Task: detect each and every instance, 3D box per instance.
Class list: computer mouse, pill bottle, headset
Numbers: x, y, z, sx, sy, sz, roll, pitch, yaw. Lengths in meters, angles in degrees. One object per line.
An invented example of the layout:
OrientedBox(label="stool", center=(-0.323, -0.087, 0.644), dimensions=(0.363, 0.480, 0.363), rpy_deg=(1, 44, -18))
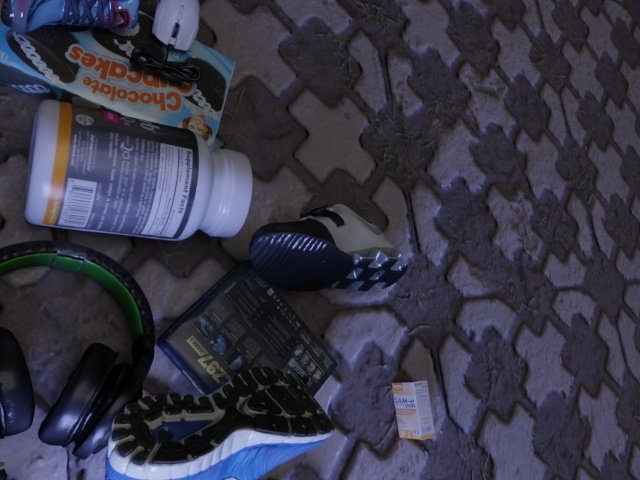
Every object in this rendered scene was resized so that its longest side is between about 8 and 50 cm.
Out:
OrientedBox(label="computer mouse", center=(-0.226, -0.333, 0.828), dimensions=(0.106, 0.042, 0.193), rpy_deg=(15, 65, -29))
OrientedBox(label="pill bottle", center=(-0.247, -0.085, 0.741), dimensions=(0.278, 0.162, 0.162), rpy_deg=(7, 72, -32))
OrientedBox(label="headset", center=(-0.342, 0.195, 0.641), dimensions=(0.243, 0.185, 0.395), rpy_deg=(16, 53, -29))

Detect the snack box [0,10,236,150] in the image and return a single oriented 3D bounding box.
OrientedBox(label="snack box", center=(-0.302, -0.264, 0.818), dimensions=(0.321, 0.060, 0.187), rpy_deg=(21, 65, -27))

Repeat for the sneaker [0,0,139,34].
OrientedBox(label="sneaker", center=(-0.310, -0.346, 0.738), dimensions=(0.125, 0.104, 0.262), rpy_deg=(45, 54, -15))

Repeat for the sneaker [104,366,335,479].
OrientedBox(label="sneaker", center=(-0.124, 0.265, 0.694), dimensions=(0.329, 0.147, 0.130), rpy_deg=(4, 31, -42))

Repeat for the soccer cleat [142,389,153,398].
OrientedBox(label="soccer cleat", center=(-0.231, 0.236, 0.735), dimensions=(0.029, 0.035, 0.083), rpy_deg=(-40, 99, -34))

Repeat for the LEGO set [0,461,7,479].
OrientedBox(label="LEGO set", center=(-0.403, 0.323, 0.477), dimensions=(0.254, 0.192, 0.332), rpy_deg=(-6, 76, 1))

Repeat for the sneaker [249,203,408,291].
OrientedBox(label="sneaker", center=(0.000, 0.000, 0.900), dimensions=(0.330, 0.122, 0.146), rpy_deg=(12, 43, -47))

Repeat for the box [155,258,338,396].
OrientedBox(label="box", center=(-0.105, 0.175, 0.821), dimensions=(0.233, 0.059, 0.183), rpy_deg=(51, 56, -11))

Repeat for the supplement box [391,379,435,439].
OrientedBox(label="supplement box", center=(0.166, 0.302, 0.959), dimensions=(0.036, 0.062, 0.099), rpy_deg=(1, 75, -31))

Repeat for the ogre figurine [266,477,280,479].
OrientedBox(label="ogre figurine", center=(-0.092, 0.378, 0.755), dimensions=(0.197, 0.096, 0.118), rpy_deg=(58, 35, -24))
